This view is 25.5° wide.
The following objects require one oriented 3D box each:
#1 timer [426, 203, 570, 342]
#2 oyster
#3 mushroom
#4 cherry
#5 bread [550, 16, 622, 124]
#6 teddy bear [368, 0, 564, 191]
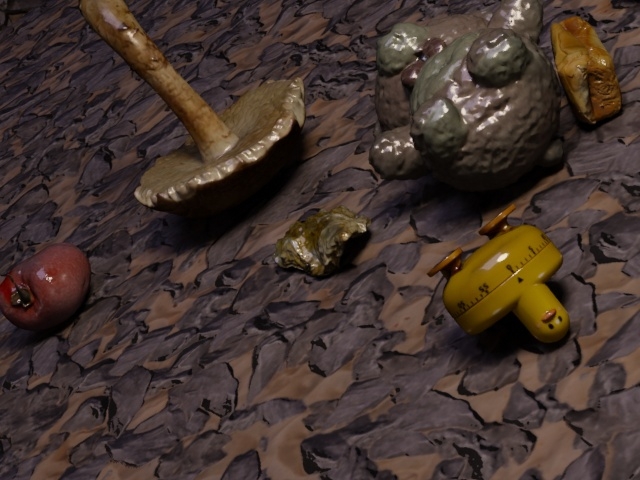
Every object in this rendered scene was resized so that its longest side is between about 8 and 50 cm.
[{"bbox_3d":[0.158,0.041,1.175,0.107,0.109,0.107,-39,-3,-2],"label":"timer"},{"bbox_3d":[0.000,0.000,1.465,0.122,0.045,0.146,-38,23,25],"label":"oyster"},{"bbox_3d":[-0.179,-0.144,1.646,0.233,0.302,0.208,-102,36,-75],"label":"mushroom"},{"bbox_3d":[-0.319,0.055,1.673,0.126,0.087,0.106,-32,13,-38],"label":"cherry"},{"bbox_3d":[0.260,-0.170,1.402,0.053,0.074,0.132,-17,31,9],"label":"bread"},{"bbox_3d":[0.141,-0.150,1.417,0.236,0.151,0.267,-46,31,7],"label":"teddy bear"}]
